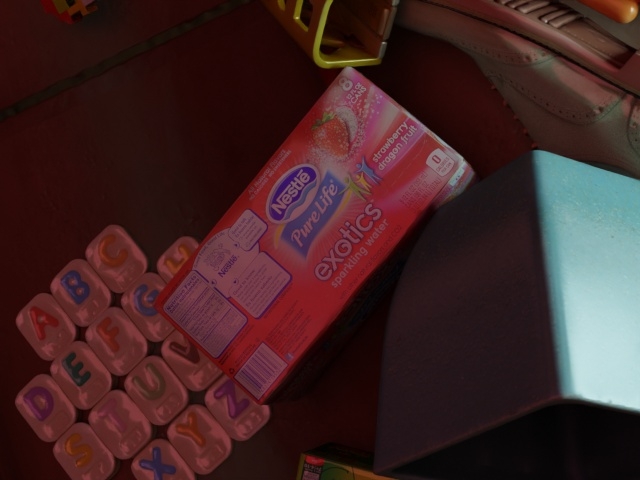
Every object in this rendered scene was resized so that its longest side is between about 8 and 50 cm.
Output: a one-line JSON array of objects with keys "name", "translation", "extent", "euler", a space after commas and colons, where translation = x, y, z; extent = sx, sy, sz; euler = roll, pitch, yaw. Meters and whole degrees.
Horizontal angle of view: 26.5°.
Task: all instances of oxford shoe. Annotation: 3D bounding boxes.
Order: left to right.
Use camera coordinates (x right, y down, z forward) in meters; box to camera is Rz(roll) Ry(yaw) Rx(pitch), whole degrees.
[{"name": "oxford shoe", "translation": [0.206, -0.148, 1.278], "extent": [0.397, 0.140, 0.146], "euler": [29, 117, 25]}]

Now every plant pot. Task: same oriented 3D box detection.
[{"name": "plant pot", "translation": [0.205, 0.069, 1.187], "extent": [0.247, 0.248, 0.252], "euler": [-33, 51, 49]}]

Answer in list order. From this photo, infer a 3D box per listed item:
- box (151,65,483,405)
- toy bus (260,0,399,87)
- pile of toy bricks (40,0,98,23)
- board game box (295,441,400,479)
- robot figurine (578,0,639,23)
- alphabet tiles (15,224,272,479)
[{"name": "box", "translation": [0.000, 0.000, 1.322], "extent": [0.154, 0.142, 0.300], "euler": [40, 96, 14]}, {"name": "toy bus", "translation": [-0.010, -0.251, 1.306], "extent": [0.202, 0.104, 0.191], "euler": [-18, 82, 60]}, {"name": "pile of toy bricks", "translation": [-0.288, -0.341, 1.465], "extent": [0.105, 0.118, 0.212], "euler": [-20, 100, 44]}, {"name": "board game box", "translation": [0.075, 0.244, 1.329], "extent": [0.181, 0.092, 0.043], "euler": [12, 92, 18]}, {"name": "robot figurine", "translation": [0.303, -0.291, 1.253], "extent": [0.219, 0.128, 0.158], "euler": [37, 127, 14]}, {"name": "alphabet tiles", "translation": [-0.194, 0.134, 1.455], "extent": [0.284, 0.021, 0.278], "euler": [-43, 77, 13]}]
